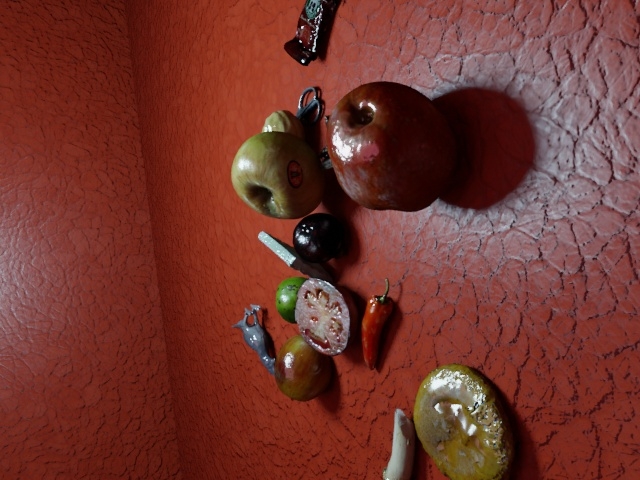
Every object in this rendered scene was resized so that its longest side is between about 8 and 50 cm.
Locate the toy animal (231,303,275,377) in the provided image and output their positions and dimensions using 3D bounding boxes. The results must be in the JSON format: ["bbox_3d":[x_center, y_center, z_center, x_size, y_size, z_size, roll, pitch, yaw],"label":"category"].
[{"bbox_3d":[-0.249,0.328,1.932,0.367,0.081,0.205,38,137,49],"label":"toy animal"}]

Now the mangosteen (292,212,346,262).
[{"bbox_3d":[0.000,0.000,1.454,0.152,0.152,0.152,13,105,57],"label":"mangosteen"}]

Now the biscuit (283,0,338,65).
[{"bbox_3d":[-0.022,-0.608,1.455,0.151,0.063,0.235,56,135,37],"label":"biscuit"}]

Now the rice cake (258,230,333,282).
[{"bbox_3d":[-0.071,0.052,1.547,0.037,0.189,0.198,-58,35,4],"label":"rice cake"}]

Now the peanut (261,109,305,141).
[{"bbox_3d":[-0.118,-0.239,1.596,0.147,0.147,0.319,43,139,47],"label":"peanut"}]

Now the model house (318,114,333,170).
[{"bbox_3d":[0.056,-0.267,1.314,0.203,0.141,0.164,-1,103,61],"label":"model house"}]

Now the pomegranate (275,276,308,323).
[{"bbox_3d":[-0.071,0.181,1.596,0.169,0.122,0.143,-7,86,59],"label":"pomegranate"}]

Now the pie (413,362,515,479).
[{"bbox_3d":[0.295,0.393,1.096,0.273,0.069,0.273,12,106,52],"label":"pie"}]

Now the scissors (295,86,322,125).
[{"bbox_3d":[-0.074,-0.355,1.617,0.300,0.022,0.109,-37,64,56],"label":"scissors"}]

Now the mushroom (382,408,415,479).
[{"bbox_3d":[0.194,0.512,1.279,0.084,0.071,0.209,-92,7,-79],"label":"mushroom"}]

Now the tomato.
[{"bbox_3d":[0.028,0.203,1.461,0.225,0.085,0.225,13,108,47],"label":"tomato"}]

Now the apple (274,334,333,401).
[{"bbox_3d":[-0.056,0.383,1.594,0.195,0.160,0.173,30,98,46],"label":"apple"}]

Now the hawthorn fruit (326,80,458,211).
[{"bbox_3d":[0.146,-0.192,1.084,0.284,0.284,0.284,13,105,57],"label":"hawthorn fruit"}]

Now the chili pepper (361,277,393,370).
[{"bbox_3d":[0.137,0.213,1.330,0.071,0.063,0.272,-123,37,-56],"label":"chili pepper"}]

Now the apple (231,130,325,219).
[{"bbox_3d":[-0.111,-0.173,1.422,0.261,0.261,0.194,-42,15,52],"label":"apple"}]
